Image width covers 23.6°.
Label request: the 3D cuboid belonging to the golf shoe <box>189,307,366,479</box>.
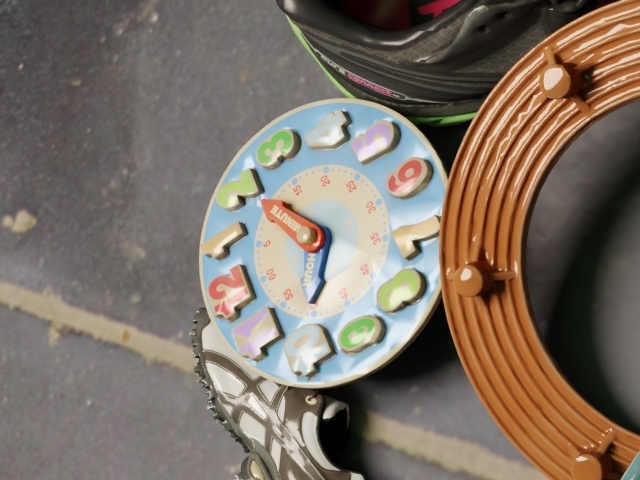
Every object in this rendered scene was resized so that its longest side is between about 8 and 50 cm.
[{"bbox_3d":[-0.028,0.123,1.099,0.094,0.077,0.198,-28,63,5],"label":"golf shoe"}]

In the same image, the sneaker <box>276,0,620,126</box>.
[{"bbox_3d":[0.180,-0.190,0.956,0.483,0.202,0.185,-18,68,29],"label":"sneaker"}]

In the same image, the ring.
[{"bbox_3d":[0.217,0.021,0.903,0.337,0.032,0.336,6,101,31],"label":"ring"}]

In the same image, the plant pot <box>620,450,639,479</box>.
[{"bbox_3d":[0.297,0.203,0.679,0.255,0.272,0.271,32,95,56],"label":"plant pot"}]

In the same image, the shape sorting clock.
[{"bbox_3d":[0.000,0.000,1.062,0.206,0.040,0.206,-8,75,34],"label":"shape sorting clock"}]
